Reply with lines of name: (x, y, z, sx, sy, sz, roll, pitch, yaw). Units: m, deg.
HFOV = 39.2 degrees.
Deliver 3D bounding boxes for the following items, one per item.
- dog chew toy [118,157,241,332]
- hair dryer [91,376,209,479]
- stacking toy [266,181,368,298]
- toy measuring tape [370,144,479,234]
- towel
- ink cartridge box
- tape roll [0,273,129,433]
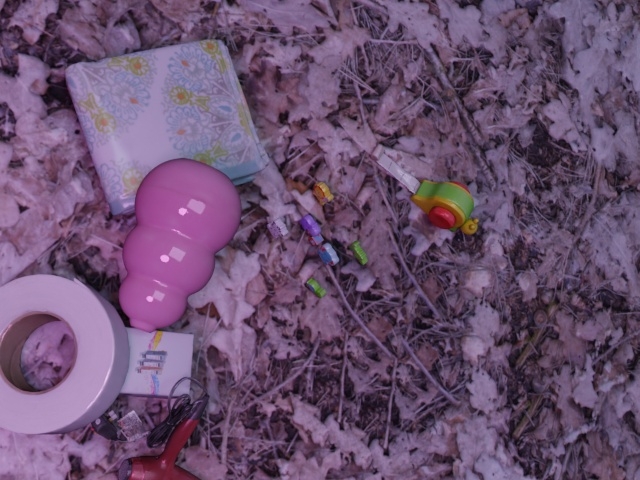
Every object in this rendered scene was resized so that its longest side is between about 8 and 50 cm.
dog chew toy: (-0.281, 0.015, 1.717, 0.207, 0.207, 0.331, 25, 77, -23)
hair dryer: (-0.288, 0.413, 1.731, 0.224, 0.080, 0.293, -21, 124, -2)
stacking toy: (0.000, 0.000, 2.043, 0.167, 0.052, 0.221, -38, 100, -29)
toy measuring tape: (0.271, -0.126, 2.184, 0.330, 0.121, 0.121, 40, 64, -16)
towel: (-0.316, -0.245, 1.899, 0.375, 0.090, 0.320, -19, 87, -31)
ink cartridge box: (-0.352, 0.240, 1.755, 0.176, 0.128, 0.127, 11, 75, -28)
tape roll: (-0.493, 0.205, 1.621, 0.286, 0.100, 0.286, -1, 77, 6)
